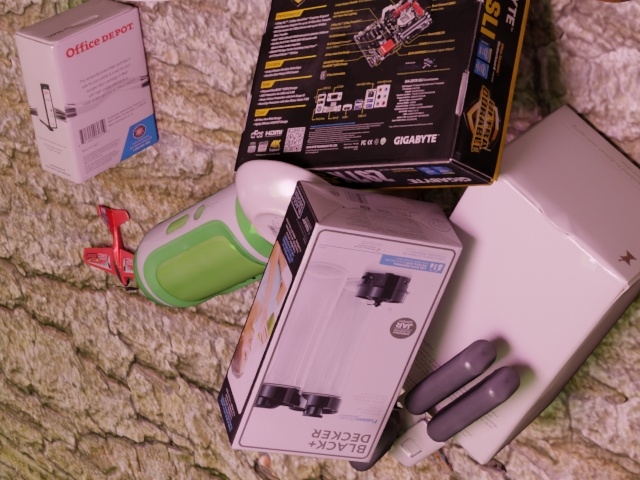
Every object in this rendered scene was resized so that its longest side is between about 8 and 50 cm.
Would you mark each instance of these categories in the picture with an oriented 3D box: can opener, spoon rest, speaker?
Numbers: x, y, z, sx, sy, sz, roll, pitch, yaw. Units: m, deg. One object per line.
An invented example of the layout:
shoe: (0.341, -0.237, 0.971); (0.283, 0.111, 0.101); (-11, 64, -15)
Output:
can opener: (0.113, 0.197, 1.646); (0.076, 0.095, 0.283); (49, 149, 5)
spoon rest: (0.000, 0.000, 1.649); (0.137, 0.084, 0.276); (6, 144, 33)
speaker: (-0.127, 0.002, 1.974); (0.296, 0.131, 0.131); (-24, 98, 50)

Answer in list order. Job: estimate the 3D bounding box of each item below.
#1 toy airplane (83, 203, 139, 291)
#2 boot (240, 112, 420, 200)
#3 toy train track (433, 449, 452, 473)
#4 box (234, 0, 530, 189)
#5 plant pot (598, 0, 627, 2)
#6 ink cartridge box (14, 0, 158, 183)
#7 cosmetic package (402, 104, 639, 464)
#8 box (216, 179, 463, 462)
toy airplane: (-0.303, 0.008, 2.233); (0.151, 0.028, 0.151); (24, 131, 31)
boot: (0.010, -0.050, 1.823); (0.248, 0.090, 0.207); (18, 126, 33)
toy train track: (0.149, 0.267, 1.968); (0.048, 0.014, 0.083); (-19, 108, 43)
box: (0.061, -0.184, 1.574); (0.322, 0.079, 0.257); (-1, 72, 45)
plant pot: (0.253, -0.374, 1.271); (0.237, 0.237, 0.254); (46, 125, 12)
ink cartridge box: (-0.306, -0.201, 1.994); (0.086, 0.148, 0.203); (21, 129, 38)
cosmetic package: (0.218, 0.057, 1.636); (0.197, 0.155, 0.365); (45, 139, 14)
box: (0.016, 0.091, 1.581); (0.087, 0.169, 0.290); (-114, 40, -53)
